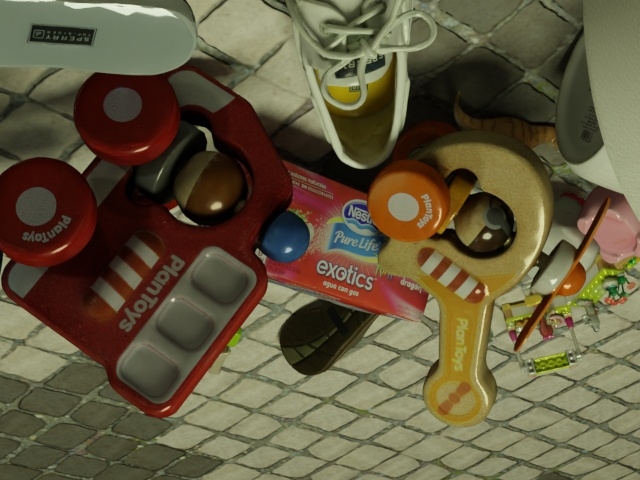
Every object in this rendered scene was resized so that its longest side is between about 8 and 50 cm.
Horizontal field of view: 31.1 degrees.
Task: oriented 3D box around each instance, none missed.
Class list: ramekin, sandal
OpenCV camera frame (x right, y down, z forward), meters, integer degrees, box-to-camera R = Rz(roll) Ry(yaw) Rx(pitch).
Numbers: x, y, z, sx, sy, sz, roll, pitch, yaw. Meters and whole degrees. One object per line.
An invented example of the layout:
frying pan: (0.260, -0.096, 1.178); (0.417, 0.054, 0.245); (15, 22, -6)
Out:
ramekin: (0.320, -0.142, 1.148); (0.109, 0.207, 0.207); (12, 141, -14)
sandal: (0.027, 0.110, 1.559); (0.060, 0.090, 0.219); (-3, 145, -48)

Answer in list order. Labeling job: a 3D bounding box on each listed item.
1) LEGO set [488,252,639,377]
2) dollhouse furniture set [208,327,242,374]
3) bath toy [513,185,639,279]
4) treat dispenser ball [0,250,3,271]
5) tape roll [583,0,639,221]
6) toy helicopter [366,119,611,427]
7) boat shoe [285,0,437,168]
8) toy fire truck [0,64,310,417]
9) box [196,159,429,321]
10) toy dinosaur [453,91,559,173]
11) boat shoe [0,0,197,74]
LEGO set: (0.343, 0.101, 1.578); (0.287, 0.107, 0.132); (-27, 142, 25)
dollhouse furniture set: (-0.138, 0.107, 1.514); (0.059, 0.076, 0.151); (16, 138, -13)
bath toy: (0.378, -0.033, 1.312); (0.348, 0.129, 0.151); (-20, 115, 48)
treat dispenser ball: (-0.449, 0.001, 1.092); (0.288, 0.288, 0.288); (-6, 145, -4)
tape roll: (0.355, -0.164, 0.972); (0.072, 0.391, 0.392); (-2, 158, 45)
toy helicopter: (0.176, 0.051, 1.236); (0.235, 0.140, 0.355); (8, 119, 15)
boat shoe: (0.030, -0.189, 1.045); (0.136, 0.156, 0.367); (-7, 146, -3)
toy fire truck: (-0.153, -0.011, 1.113); (0.254, 0.302, 0.169); (35, 164, 11)
box: (0.000, 0.000, 1.302); (0.257, 0.122, 0.128); (20, 173, -35)
toy dinosaur: (0.193, -0.116, 1.290); (0.212, 0.064, 0.112); (7, 124, -35)
boat shoe: (-0.256, -0.220, 0.984); (0.306, 0.105, 0.113); (0, 141, -24)
